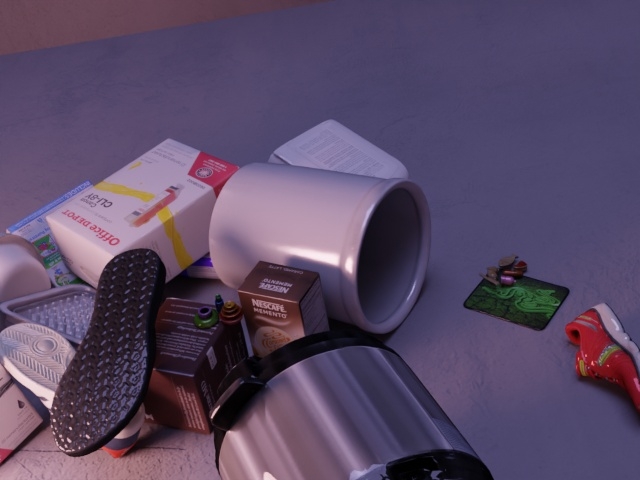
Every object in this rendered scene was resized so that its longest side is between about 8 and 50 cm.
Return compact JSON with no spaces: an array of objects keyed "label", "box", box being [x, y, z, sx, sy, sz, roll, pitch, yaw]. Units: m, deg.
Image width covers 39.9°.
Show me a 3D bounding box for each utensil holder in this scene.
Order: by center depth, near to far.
[{"label":"utensil holder","box":[0.000,0.000,1.923,0.385,0.328,0.327,13,41,33]}]

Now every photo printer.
[{"label":"photo printer","box":[0.057,-0.169,2.276,0.307,0.107,0.256,35,49,25]}]

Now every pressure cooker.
[{"label":"pressure cooker","box":[0.036,0.351,1.384,0.375,0.370,0.420,-18,39,-17]}]

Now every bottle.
[{"label":"bottle","box":[-0.296,0.036,2.141,0.282,0.092,0.118,2,34,17]}]

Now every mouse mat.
[{"label":"mouse mat","box":[0.424,0.123,1.912,0.189,0.007,0.152,17,44,32]}]

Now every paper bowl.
[{"label":"paper bowl","box":[-0.713,0.124,1.958,0.148,0.284,0.284,9,40,24]}]

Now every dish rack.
[{"label":"dish rack","box":[-0.488,0.189,1.901,0.332,0.072,0.285,18,16,22]}]

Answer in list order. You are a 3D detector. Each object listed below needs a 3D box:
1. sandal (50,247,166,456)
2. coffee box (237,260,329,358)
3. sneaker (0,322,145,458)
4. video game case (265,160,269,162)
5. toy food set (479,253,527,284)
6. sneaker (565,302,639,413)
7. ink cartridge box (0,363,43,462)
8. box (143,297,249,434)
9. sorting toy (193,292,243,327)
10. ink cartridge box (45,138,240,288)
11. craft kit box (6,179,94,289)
[{"label":"sandal","box":[-0.364,0.209,1.640,0.167,0.107,0.446,-5,47,16]},{"label":"coffee box","box":[-0.064,0.175,1.756,0.141,0.247,0.098,9,39,26]},{"label":"sneaker","box":[-0.498,0.302,1.719,0.350,0.148,0.131,34,44,18]},{"label":"video game case","box":[-0.145,-0.171,2.428,0.173,0.022,0.190,-25,28,-20]},{"label":"toy food set","box":[0.414,0.072,1.967,0.122,0.019,0.078,-23,36,-30]},{"label":"sneaker","box":[0.546,0.238,1.667,0.118,0.107,0.279,-27,31,8]},{"label":"ink cartridge box","box":[-0.673,0.321,1.697,0.100,0.237,0.172,19,53,35]},{"label":"box","box":[-0.266,0.247,1.773,0.167,0.169,0.203,6,39,20]},{"label":"sorting toy","box":[-0.202,0.135,1.732,0.101,0.042,0.061,-5,37,4]},{"label":"ink cartridge box","box":[-0.396,-0.052,2.070,0.279,0.160,0.384,25,51,37]},{"label":"craft kit box","box":[-0.592,0.008,2.169,0.247,0.061,0.250,47,56,8]}]
